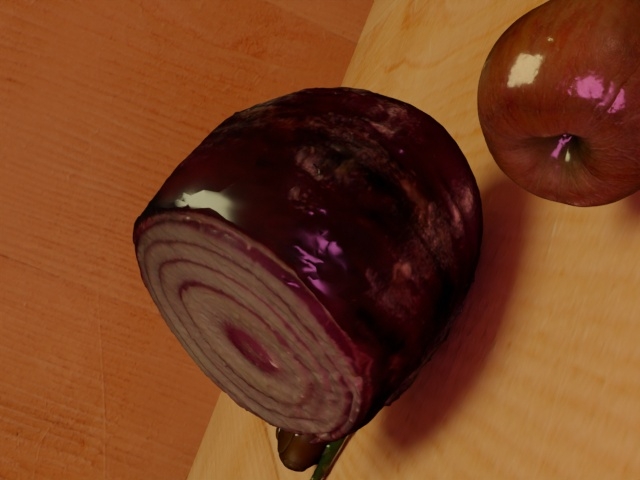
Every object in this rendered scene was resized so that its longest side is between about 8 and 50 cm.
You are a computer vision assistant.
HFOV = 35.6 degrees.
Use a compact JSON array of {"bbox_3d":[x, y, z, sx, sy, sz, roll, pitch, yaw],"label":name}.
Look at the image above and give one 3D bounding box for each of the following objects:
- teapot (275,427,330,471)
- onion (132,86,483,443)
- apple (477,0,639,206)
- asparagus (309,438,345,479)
[{"bbox_3d":[-0.027,0.218,1.166,0.129,0.078,0.098,130,164,-73],"label":"teapot"},{"bbox_3d":[0.000,0.000,0.886,0.260,0.282,0.336,-50,-13,-29],"label":"onion"},{"bbox_3d":[0.153,-0.084,0.577,0.102,0.126,0.126,-59,2,-29],"label":"apple"},{"bbox_3d":[0.004,0.247,1.108,0.232,0.022,0.023,-62,39,34],"label":"asparagus"}]
